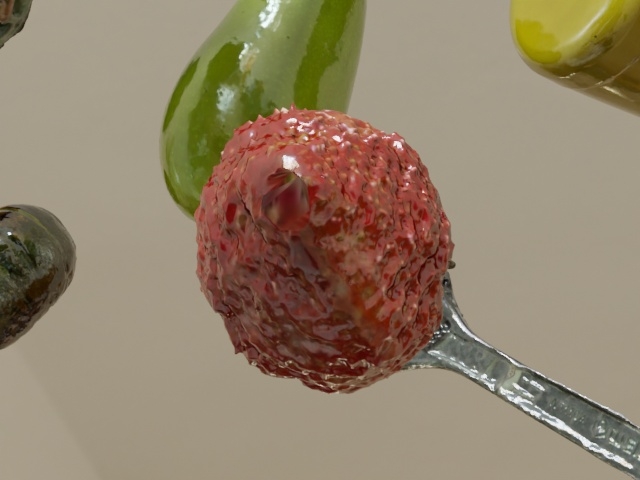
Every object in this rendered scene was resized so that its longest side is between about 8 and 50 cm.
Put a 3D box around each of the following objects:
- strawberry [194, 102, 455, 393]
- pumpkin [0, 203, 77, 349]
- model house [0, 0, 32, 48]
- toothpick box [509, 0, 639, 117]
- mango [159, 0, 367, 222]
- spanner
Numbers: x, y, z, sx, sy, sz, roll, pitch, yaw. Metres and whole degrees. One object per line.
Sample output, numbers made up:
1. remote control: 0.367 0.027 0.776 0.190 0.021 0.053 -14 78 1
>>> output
1. strawberry: -0.003 0.005 0.670 0.131 0.148 0.131 2 -86 22
2. pumpkin: -0.313 0.032 1.523 0.119 0.183 0.108 51 -36 -13
3. model house: -0.455 -0.276 1.604 0.237 0.237 0.202 -39 -97 19
4. toothpick box: 0.314 -0.181 1.313 0.271 0.175 0.175 20 -48 -29
5. mango: -0.043 -0.143 1.357 0.143 0.293 0.175 18 -11 25
6. spanner: 0.128 0.096 0.970 0.026 0.325 0.093 25 -87 -52
